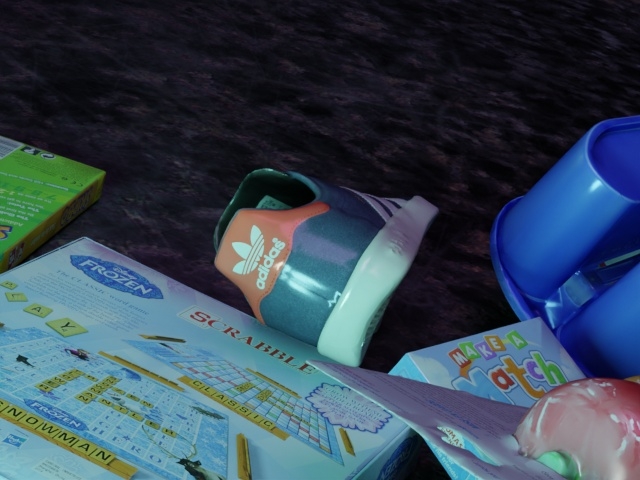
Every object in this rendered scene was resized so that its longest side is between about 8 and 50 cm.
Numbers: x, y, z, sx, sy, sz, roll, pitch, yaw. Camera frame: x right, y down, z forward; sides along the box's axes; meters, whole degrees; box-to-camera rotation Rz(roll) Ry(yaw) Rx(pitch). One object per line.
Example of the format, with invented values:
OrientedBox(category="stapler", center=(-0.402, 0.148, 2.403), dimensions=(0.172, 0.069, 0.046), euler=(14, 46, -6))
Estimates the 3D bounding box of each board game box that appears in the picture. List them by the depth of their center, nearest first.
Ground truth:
OrientedBox(category="board game box", center=(-0.126, 0.124, 1.041), dimensions=(0.318, 0.066, 0.318), euler=(25, 24, 19))
OrientedBox(category="board game box", center=(0.162, 0.157, 1.095), dimensions=(0.160, 0.039, 0.211), euler=(-11, 56, -45))
OrientedBox(category="board game box", center=(-0.290, -0.028, 1.316), dimensions=(0.124, 0.039, 0.259), euler=(19, 21, 8))

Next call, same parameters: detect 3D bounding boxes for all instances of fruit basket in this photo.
OrientedBox(category="fruit basket", center=(0.202, 0.157, 0.904), dimensions=(0.353, 0.166, 0.327), euler=(9, 7, -26))

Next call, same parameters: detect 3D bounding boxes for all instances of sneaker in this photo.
OrientedBox(category="sneaker", center=(0.000, 0.000, 1.227), dimensions=(0.148, 0.131, 0.350), euler=(27, 5, 4))

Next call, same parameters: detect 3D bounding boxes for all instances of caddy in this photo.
OrientedBox(category="caddy", center=(0.306, 0.024, 1.407), dimensions=(0.341, 0.179, 0.241), euler=(-10, 58, -45))
